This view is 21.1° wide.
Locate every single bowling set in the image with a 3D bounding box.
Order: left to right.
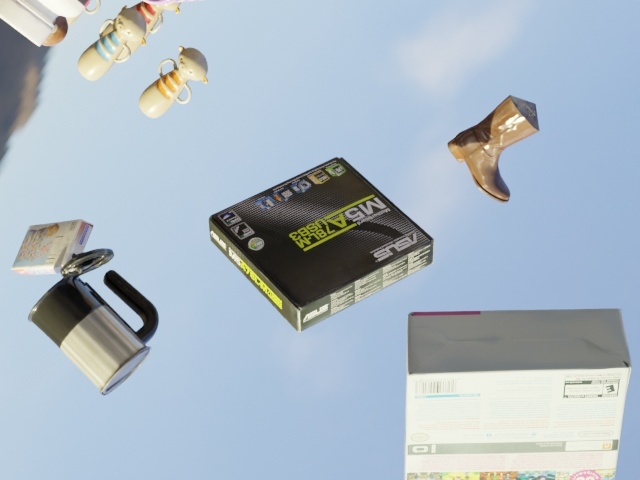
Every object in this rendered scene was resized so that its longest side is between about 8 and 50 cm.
[{"bbox_3d":[-0.290,-0.311,2.385,0.154,0.287,0.200,-40,167,29],"label":"bowling set"}]

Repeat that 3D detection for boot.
[{"bbox_3d":[0.220,-0.106,1.985,0.114,0.106,0.037,-35,-160,32],"label":"boot"}]

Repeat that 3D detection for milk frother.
[{"bbox_3d":[-0.265,0.091,2.064,0.129,0.135,0.143,-45,172,-11],"label":"milk frother"}]

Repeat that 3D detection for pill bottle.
[{"bbox_3d":[-0.276,-0.309,1.845,0.193,0.108,0.108,-52,-165,0],"label":"pill bottle"}]

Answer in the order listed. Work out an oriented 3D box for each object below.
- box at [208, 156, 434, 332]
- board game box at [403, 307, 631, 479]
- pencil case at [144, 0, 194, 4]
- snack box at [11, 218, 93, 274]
[{"bbox_3d":[0.000,0.000,1.941,0.190,0.045,0.184,-25,-134,-24],"label":"box"},{"bbox_3d":[0.198,0.211,1.806,0.097,0.224,0.303,-90,179,-50],"label":"board game box"},{"bbox_3d":[-0.129,-0.289,1.780,0.088,0.086,0.206,-19,180,29],"label":"pencil case"},{"bbox_3d":[-0.338,0.009,2.152,0.178,0.022,0.064,-4,-118,60],"label":"snack box"}]
